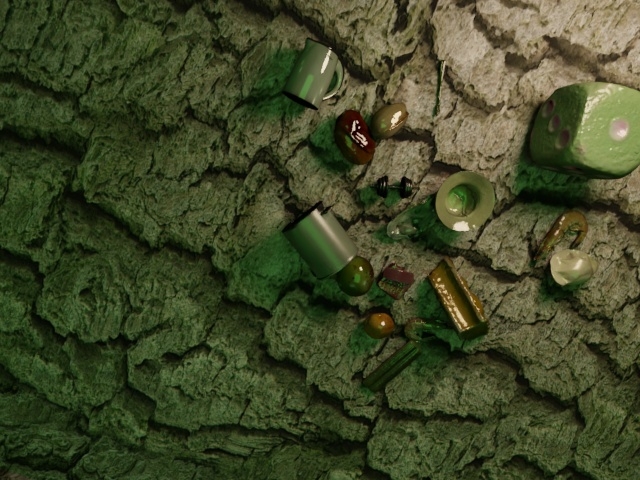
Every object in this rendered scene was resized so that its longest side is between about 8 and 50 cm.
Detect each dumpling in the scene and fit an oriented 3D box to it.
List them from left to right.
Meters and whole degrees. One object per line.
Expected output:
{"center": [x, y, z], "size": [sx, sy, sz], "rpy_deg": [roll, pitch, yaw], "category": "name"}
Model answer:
{"center": [1.131, 0.116, 1.926], "size": [0.216, 0.126, 0.166], "rpy_deg": [-24, 74, 11], "category": "dumpling"}

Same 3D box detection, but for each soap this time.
{"center": [0.629, 0.274, 1.968], "size": [0.170, 0.304, 0.338], "rpy_deg": [-28, 61, 9], "category": "soap"}

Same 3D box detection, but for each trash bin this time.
{"center": [0.000, 0.000, 1.803], "size": [0.277, 0.217, 0.262], "rpy_deg": [-31, 102, 38], "category": "trash bin"}

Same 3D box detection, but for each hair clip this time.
{"center": [0.344, 0.154, 1.886], "size": [0.138, 0.022, 0.054], "rpy_deg": [14, 103, -5], "category": "hair clip"}

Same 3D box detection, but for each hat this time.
{"center": [0.596, -0.172, 1.836], "size": [0.258, 0.130, 0.256], "rpy_deg": [-1, 101, -3], "category": "hat"}

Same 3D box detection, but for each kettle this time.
{"center": [-0.011, -0.655, 1.725], "size": [0.221, 0.161, 0.236], "rpy_deg": [20, 98, -33], "category": "kettle"}

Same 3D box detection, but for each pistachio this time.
{"center": [0.282, -0.491, 1.769], "size": [0.185, 0.124, 0.124], "rpy_deg": [-37, 100, 2], "category": "pistachio"}

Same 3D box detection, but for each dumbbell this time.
{"center": [0.314, -0.227, 1.833], "size": [0.209, 0.099, 0.099], "rpy_deg": [2, 101, -3], "category": "dumbbell"}

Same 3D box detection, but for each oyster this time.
{"center": [0.401, -0.109, 1.863], "size": [0.200, 0.087, 0.251], "rpy_deg": [12, 107, -14], "category": "oyster"}

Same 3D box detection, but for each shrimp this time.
{"center": [0.497, 0.419, 1.987], "size": [0.224, 0.047, 0.126], "rpy_deg": [1, 109, 4], "category": "shrimp"}
{"center": [1.085, 0.002, 1.928], "size": [0.169, 0.058, 0.296], "rpy_deg": [37, 94, -10], "category": "shrimp"}

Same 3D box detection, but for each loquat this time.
{"center": [0.267, 0.386, 1.944], "size": [0.138, 0.112, 0.137], "rpy_deg": [-7, 131, -9], "category": "loquat"}

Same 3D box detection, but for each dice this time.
{"center": [1.058, -0.426, 1.708], "size": [0.319, 0.330, 0.321], "rpy_deg": [13, 99, -9], "category": "dice"}

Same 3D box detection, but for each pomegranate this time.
{"center": [0.128, 0.153, 1.874], "size": [0.210, 0.180, 0.179], "rpy_deg": [0, 102, 28], "category": "pomegranate"}

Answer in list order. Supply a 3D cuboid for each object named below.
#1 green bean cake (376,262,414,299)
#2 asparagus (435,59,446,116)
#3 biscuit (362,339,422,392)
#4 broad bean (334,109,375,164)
{"center": [0.336, 0.183, 1.931], "size": [0.135, 0.056, 0.135], "rpy_deg": [37, 97, -7], "category": "green bean cake"}
{"center": [0.503, -0.637, 1.802], "size": [0.023, 0.022, 0.232], "rpy_deg": [-5, 102, -46], "category": "asparagus"}
{"center": [0.342, 0.594, 2.014], "size": [0.322, 0.038, 0.099], "rpy_deg": [-43, 103, 10], "category": "biscuit"}
{"center": [0.141, -0.425, 1.780], "size": [0.156, 0.122, 0.228], "rpy_deg": [-34, 108, -26], "category": "broad bean"}
